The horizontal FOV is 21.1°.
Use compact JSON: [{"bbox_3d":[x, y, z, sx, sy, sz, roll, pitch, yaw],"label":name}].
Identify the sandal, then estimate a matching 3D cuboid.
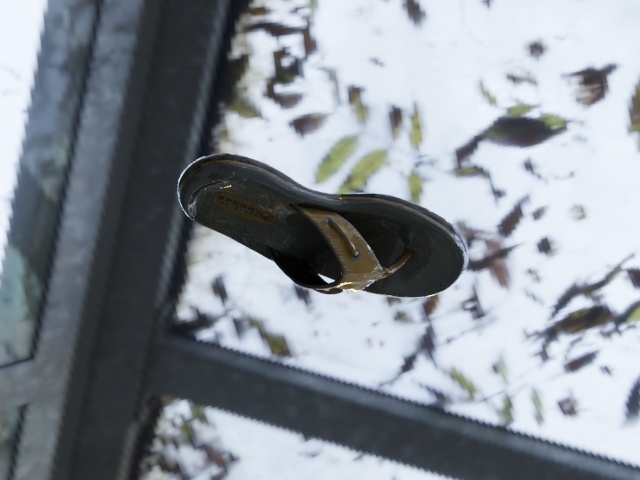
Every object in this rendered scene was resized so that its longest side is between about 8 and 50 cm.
[{"bbox_3d":[0.000,0.000,1.250,0.219,0.060,0.090,21,-49,-14],"label":"sandal"}]
